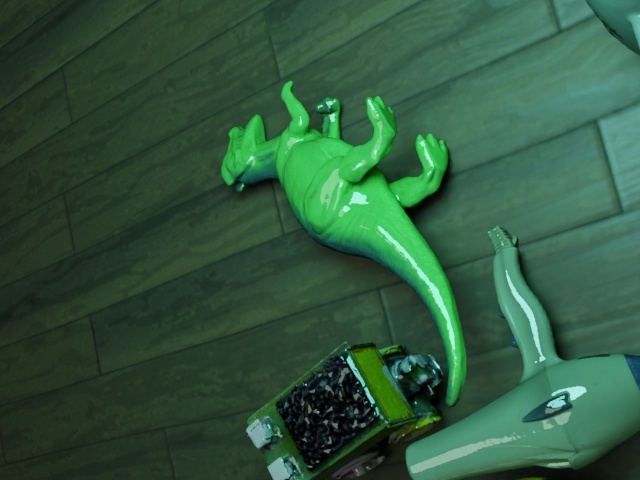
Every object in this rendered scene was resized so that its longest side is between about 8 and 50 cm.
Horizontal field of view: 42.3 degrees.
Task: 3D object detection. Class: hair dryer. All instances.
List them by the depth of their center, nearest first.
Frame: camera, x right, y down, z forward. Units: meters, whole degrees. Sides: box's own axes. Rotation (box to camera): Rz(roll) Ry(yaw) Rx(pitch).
[{"bbox_3d":[0.208,0.173,1.002,0.296,0.119,0.298,-43,57,6],"label":"hair dryer"}]

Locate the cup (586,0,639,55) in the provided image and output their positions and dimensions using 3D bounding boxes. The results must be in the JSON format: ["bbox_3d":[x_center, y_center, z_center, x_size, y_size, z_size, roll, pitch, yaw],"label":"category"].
[{"bbox_3d":[0.356,-0.247,0.836,0.186,0.234,0.257,-4,90,37],"label":"cup"}]

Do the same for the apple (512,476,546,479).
[{"bbox_3d":[0.247,0.375,0.911,0.237,0.237,0.207,49,117,26],"label":"apple"}]

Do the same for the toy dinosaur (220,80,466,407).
[{"bbox_3d":[0.000,0.000,1.133,0.375,0.144,0.499,-20,65,37],"label":"toy dinosaur"}]

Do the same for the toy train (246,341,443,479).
[{"bbox_3d":[0.039,0.236,1.101,0.261,0.177,0.134,-42,66,28],"label":"toy train"}]
